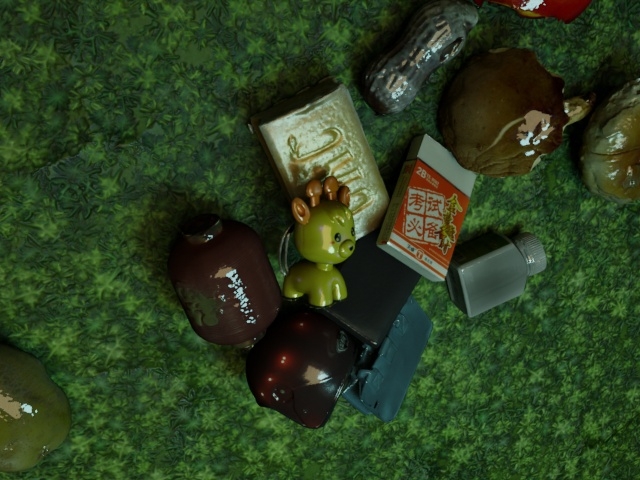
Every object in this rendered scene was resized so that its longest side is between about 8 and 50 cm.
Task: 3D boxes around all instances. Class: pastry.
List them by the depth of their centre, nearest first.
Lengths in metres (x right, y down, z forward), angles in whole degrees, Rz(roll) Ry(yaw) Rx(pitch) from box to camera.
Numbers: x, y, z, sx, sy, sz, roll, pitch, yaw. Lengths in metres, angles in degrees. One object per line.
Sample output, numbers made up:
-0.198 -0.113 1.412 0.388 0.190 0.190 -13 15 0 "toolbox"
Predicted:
0.618 -0.186 1.441 0.257 0.121 0.235 12 105 -41 "pastry"

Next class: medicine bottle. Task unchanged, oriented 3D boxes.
0.355 0.057 1.482 0.189 0.088 0.132 -22 116 -11 "medicine bottle"

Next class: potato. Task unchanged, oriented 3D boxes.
-0.530 0.269 1.211 0.174 0.159 0.251 -40 112 -28 "potato"

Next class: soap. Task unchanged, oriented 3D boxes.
0.008 -0.126 1.286 0.173 0.089 0.274 -29 119 -7 "soap"

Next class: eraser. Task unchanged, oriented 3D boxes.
0.200 -0.060 1.347 0.157 0.038 0.230 32 68 -31 "eraser"

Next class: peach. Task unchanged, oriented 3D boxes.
0.360 -0.440 1.234 0.226 0.196 0.190 -38 77 -11 "peach"

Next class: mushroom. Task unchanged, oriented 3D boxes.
0.378 -0.206 1.346 0.302 0.208 0.233 24 129 -32 "mushroom"

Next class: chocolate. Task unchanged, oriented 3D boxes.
0.165 -0.321 1.258 0.248 0.110 0.110 -45 118 2 "chocolate"

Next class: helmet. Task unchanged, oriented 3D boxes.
-0.035 0.228 1.348 0.216 0.189 0.193 -19 112 20 "helmet"

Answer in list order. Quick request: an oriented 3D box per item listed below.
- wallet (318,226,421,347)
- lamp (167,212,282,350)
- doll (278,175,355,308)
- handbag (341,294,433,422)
0.106 0.063 1.355 0.149 0.044 0.250 34 69 -2 "wallet"
-0.167 0.074 1.262 0.180 0.180 0.258 -23 120 -10 "lamp"
0.000 0.000 1.233 0.143 0.135 0.220 -18 117 -44 "doll"
0.128 0.222 1.403 0.229 0.062 0.179 -64 145 -18 "handbag"
